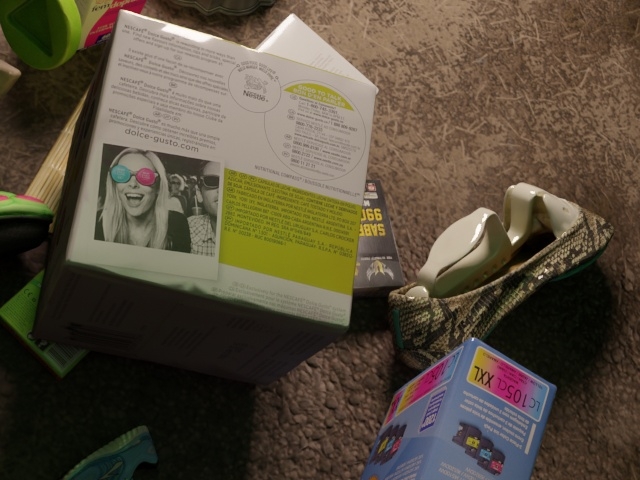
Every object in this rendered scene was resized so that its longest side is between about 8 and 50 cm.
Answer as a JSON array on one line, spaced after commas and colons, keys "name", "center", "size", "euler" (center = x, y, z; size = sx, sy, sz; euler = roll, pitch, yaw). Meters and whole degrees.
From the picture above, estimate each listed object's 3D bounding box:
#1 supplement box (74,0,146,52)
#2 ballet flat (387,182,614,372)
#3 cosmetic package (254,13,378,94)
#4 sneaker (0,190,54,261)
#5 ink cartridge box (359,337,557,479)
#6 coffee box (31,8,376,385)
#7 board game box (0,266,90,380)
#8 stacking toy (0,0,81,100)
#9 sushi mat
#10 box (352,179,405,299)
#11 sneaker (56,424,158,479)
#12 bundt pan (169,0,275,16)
[{"name": "supplement box", "center": [-0.324, -0.389, 1.709], "size": [0.111, 0.220, 0.114], "euler": [-26, 78, -31]}, {"name": "ballet flat", "center": [0.288, 0.020, 1.808], "size": [0.482, 0.164, 0.182], "euler": [-32, 118, -30]}, {"name": "cosmetic package", "center": [-0.043, -0.214, 1.794], "size": [0.183, 0.151, 0.151], "euler": [42, 56, -2]}, {"name": "sneaker", "center": [-0.535, 0.075, 1.448], "size": [0.482, 0.185, 0.202], "euler": [-36, 123, -41]}, {"name": "ink cartridge box", "center": [0.143, 0.362, 1.532], "size": [0.151, 0.270, 0.396], "euler": [28, 58, -8]}, {"name": "coffee box", "center": [-0.155, -0.036, 1.485], "size": [0.338, 0.337, 0.335], "euler": [14, 68, -16]}, {"name": "board game box", "center": [-0.309, 0.059, 1.598], "size": [0.124, 0.039, 0.259], "euler": [46, 64, -4]}, {"name": "stacking toy", "center": [-0.427, -0.361, 1.627], "size": [0.130, 0.309, 0.280], "euler": [-36, 99, -49]}, {"name": "sushi mat", "center": [-0.315, -0.123, 1.708], "size": [0.151, 0.019, 0.317], "euler": [29, 58, -11]}, {"name": "box", "center": [0.000, 0.000, 1.768], "size": [0.231, 0.056, 0.183], "euler": [-1, 67, -25]}, {"name": "sneaker", "center": [-0.275, 0.304, 1.496], "size": [0.162, 0.063, 0.073], "euler": [-29, 84, -32]}, {"name": "bundt pan", "center": [-0.171, -0.539, 1.910], "size": [0.330, 0.124, 0.331], "euler": [10, 63, -21]}]
